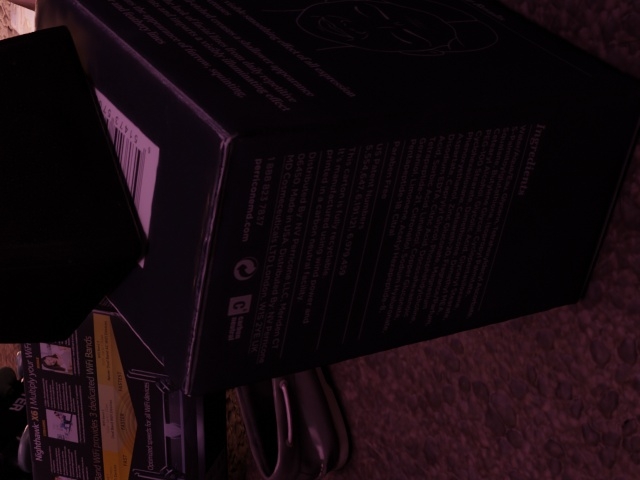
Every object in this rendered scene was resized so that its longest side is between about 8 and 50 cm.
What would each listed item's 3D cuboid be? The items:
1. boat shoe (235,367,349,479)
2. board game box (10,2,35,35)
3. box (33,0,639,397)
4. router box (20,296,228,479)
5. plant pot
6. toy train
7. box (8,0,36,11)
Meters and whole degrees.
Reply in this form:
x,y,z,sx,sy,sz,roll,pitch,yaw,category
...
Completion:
x,y,z,sx,sy,sz,roll,pitch,yaw,category
-0.070,0.117,1.439,0.112,0.096,0.335,-46,61,49,boat shoe
-0.334,-0.398,1.645,0.302,0.086,0.308,-138,49,-57,board game box
0.004,-0.075,1.023,0.293,0.395,0.212,42,132,43,box
-0.243,0.203,1.583,0.243,0.081,0.308,8,116,14,router box
-0.262,-0.025,0.923,0.187,0.167,0.188,-42,65,52,plant pot
-0.403,0.272,1.789,0.142,0.334,0.190,10,120,13,toy train
-0.156,-0.254,1.224,0.311,0.148,0.121,19,92,45,box
